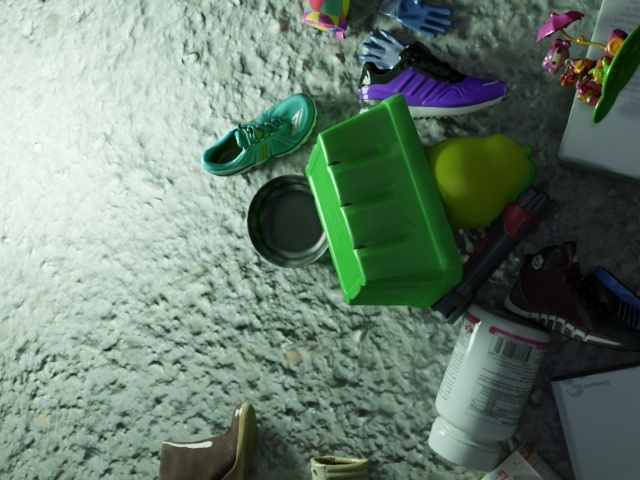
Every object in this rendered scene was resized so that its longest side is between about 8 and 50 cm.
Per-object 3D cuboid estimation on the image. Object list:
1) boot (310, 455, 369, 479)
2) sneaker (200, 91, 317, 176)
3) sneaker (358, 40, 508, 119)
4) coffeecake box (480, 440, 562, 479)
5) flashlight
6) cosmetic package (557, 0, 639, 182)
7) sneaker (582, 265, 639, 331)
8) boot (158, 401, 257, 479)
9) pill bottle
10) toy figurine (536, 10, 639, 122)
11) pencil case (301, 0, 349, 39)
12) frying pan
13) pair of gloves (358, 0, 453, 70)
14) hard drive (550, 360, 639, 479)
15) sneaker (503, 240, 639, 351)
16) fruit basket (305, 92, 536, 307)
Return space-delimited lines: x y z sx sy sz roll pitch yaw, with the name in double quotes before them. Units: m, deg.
"boot" -0.015 0.551 1.580 0.261 0.095 0.204 -8 89 15
"sneaker" -0.128 -0.212 1.596 0.275 0.110 0.107 -31 82 14
"sneaker" 0.210 -0.312 1.478 0.293 0.102 0.146 -2 107 16
"coffeecake box" 0.396 0.500 1.447 0.185 0.068 0.142 47 113 19
"flashlight" 0.316 0.013 1.477 0.103 0.103 0.304 41 106 8
"cosmetic package" 0.592 -0.330 1.349 0.230 0.161 0.454 17 95 16
"sneaker" 0.571 0.153 1.405 0.232 0.081 0.090 45 108 23
"boot" -0.249 0.454 1.651 0.206 0.090 0.249 9 97 14
"pill bottle" 0.312 0.275 1.444 0.160 0.160 0.283 21 97 15
"toy figurine" 0.432 -0.308 1.276 0.159 0.130 0.173 36 126 28
"pencil case" 0.027 -0.536 1.554 0.104 0.104 0.237 13 96 16
"frying pan" 0.002 -0.030 1.590 0.325 0.053 0.197 9 93 15
"pair of gloves" 0.173 -0.416 1.548 0.159 0.023 0.198 24 98 13
"hard drive" 0.587 0.409 1.422 0.232 0.047 0.353 -14 86 17
"sneaker" 0.459 0.088 1.370 0.281 0.106 0.163 21 99 48
"fruit basket" 0.194 -0.078 1.415 0.391 0.283 0.392 3 71 -9
